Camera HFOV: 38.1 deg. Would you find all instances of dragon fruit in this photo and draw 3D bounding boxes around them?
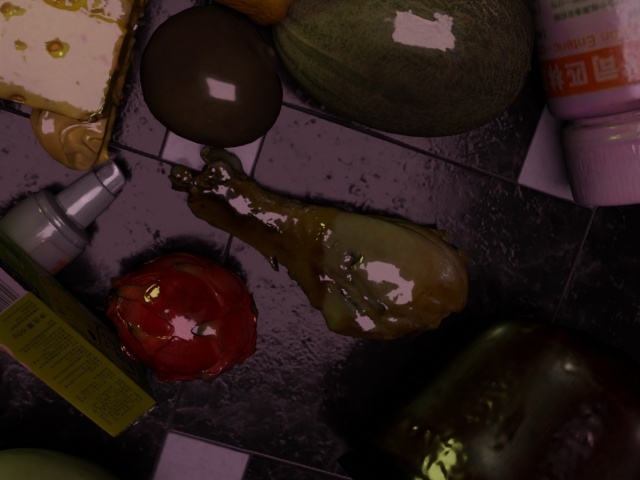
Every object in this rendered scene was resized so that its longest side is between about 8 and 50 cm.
[{"bbox_3d":[-0.172,0.102,1.196,0.209,0.172,0.172,16,96,-20],"label":"dragon fruit"}]

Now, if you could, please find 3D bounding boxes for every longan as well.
[{"bbox_3d":[-0.135,-0.201,1.157,0.189,0.189,0.189,-1,99,-7],"label":"longan"}]

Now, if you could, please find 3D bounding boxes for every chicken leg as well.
[{"bbox_3d":[0.000,0.000,1.230,0.429,0.153,0.201,27,82,-3],"label":"chicken leg"}]

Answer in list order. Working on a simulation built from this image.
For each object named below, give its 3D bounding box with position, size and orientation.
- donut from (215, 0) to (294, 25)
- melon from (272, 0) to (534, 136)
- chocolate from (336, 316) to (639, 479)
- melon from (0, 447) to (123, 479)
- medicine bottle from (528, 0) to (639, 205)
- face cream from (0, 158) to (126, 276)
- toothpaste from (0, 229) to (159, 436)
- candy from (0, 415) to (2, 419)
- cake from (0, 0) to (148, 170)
[{"bbox_3d":[-0.083,-0.397,1.077,0.108,0.277,0.278,7,98,-21],"label":"donut"},{"bbox_3d":[0.103,-0.254,1.143,0.329,0.248,0.249,11,97,-6],"label":"melon"},{"bbox_3d":[0.269,0.264,1.194,0.383,0.383,0.331,33,87,-11],"label":"chocolate"},{"bbox_3d":[-0.347,0.402,1.179,0.308,0.272,0.272,11,97,-2],"label":"melon"},{"bbox_3d":[0.388,-0.252,1.193,0.219,0.219,0.388,-15,101,-5],"label":"medicine bottle"},{"bbox_3d":[-0.351,-0.011,1.190,0.251,0.101,0.101,-39,101,-1],"label":"face cream"},{"bbox_3d":[-0.332,0.110,1.139,0.077,0.110,0.327,-39,129,-2],"label":"toothpaste"},{"bbox_3d":[-0.559,0.146,1.187,0.157,0.100,0.306,-26,102,-3],"label":"candy"},{"bbox_3d":[-0.330,-0.239,1.095,0.227,0.222,0.286,17,97,-8],"label":"cake"}]
